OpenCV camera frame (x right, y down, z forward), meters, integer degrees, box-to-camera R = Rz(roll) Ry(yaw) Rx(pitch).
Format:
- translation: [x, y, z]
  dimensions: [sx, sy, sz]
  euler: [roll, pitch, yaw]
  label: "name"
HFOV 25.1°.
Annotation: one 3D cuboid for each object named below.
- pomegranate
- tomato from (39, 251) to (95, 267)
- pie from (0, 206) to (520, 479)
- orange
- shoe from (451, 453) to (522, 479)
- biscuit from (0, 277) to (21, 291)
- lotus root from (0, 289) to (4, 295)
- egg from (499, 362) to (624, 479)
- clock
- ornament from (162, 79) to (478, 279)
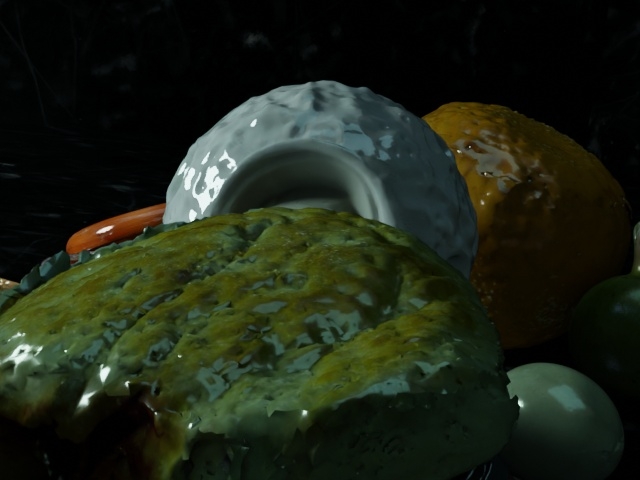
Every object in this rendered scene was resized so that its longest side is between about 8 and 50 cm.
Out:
- translation: [0.375, 0.092, 1.662]
  dimensions: [0.179, 0.211, 0.179]
  euler: [-14, 18, 5]
  label: "pomegranate"
- translation: [-0.222, 0.066, 1.670]
  dimensions: [0.224, 0.085, 0.225]
  euler: [4, 12, -1]
  label: "tomato"
- translation: [-0.056, 0.097, 1.046]
  dimensions: [0.418, 0.181, 0.395]
  euler: [-8, 21, 14]
  label: "pie"
- translation: [0.215, -0.010, 1.836]
  dimensions: [0.340, 0.293, 0.341]
  euler: [23, 20, -9]
  label: "orange"
- translation: [0.112, 0.205, 1.085]
  dimensions: [0.227, 0.112, 0.099]
  euler: [1, 11, -23]
  label: "shoe"
- translation: [-0.376, 0.045, 1.545]
  dimensions: [0.186, 0.036, 0.192]
  euler: [7, -22, 23]
  label: "biscuit"
- translation: [-0.368, 0.083, 1.473]
  dimensions: [0.179, 0.081, 0.089]
  euler: [12, -20, 9]
  label: "lotus root"
- translation: [0.216, 0.173, 1.329]
  dimensions: [0.114, 0.114, 0.152]
  euler: [1, 14, -35]
  label: "egg"
- translation: [-0.250, -0.009, 1.984]
  dimensions: [0.205, 0.051, 0.205]
  euler: [-18, -3, -1]
  label: "clock"
- translation: [0.000, 0.000, 1.516]
  dimensions: [0.337, 0.337, 0.337]
  euler: [8, 10, -1]
  label: "ornament"
